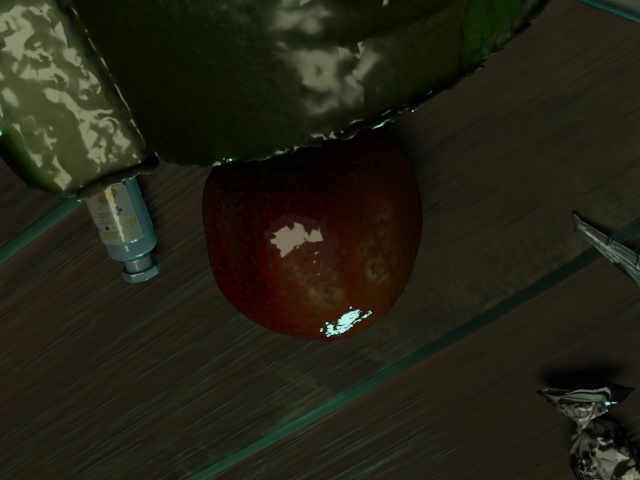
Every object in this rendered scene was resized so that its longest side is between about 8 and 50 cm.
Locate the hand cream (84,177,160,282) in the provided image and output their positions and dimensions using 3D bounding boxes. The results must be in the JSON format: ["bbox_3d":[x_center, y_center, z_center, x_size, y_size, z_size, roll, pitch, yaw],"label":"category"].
[{"bbox_3d":[-0.170,-0.044,1.088,0.065,0.043,0.171,-8,119,18],"label":"hand cream"}]

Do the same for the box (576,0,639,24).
[{"bbox_3d":[0.201,-0.264,0.884,0.160,0.050,0.230,20,123,-4],"label":"box"}]

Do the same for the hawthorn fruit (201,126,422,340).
[{"bbox_3d":[0.000,0.000,1.026,0.169,0.169,0.188,-13,119,16],"label":"hawthorn fruit"}]

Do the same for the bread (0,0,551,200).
[{"bbox_3d":[-0.046,-0.166,0.791,0.382,0.366,0.129,-35,120,-16],"label":"bread"}]

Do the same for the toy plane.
[{"bbox_3d":[0.302,0.036,1.062,0.226,0.058,0.226,15,125,18],"label":"toy plane"}]

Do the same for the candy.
[{"bbox_3d":[0.261,0.200,1.184,0.094,0.051,0.226,-29,117,13],"label":"candy"}]
